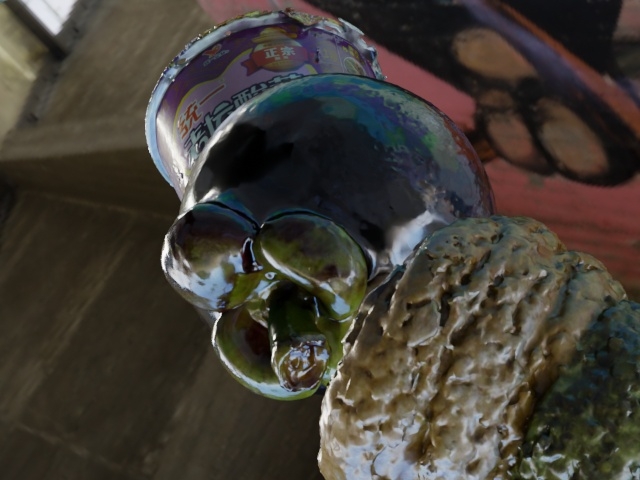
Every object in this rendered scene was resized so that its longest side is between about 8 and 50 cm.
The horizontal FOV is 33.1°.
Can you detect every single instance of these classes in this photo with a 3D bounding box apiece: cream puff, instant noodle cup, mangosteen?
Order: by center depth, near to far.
[{"bbox_3d":[0.111,0.090,0.522,0.169,0.183,0.183,29,-105,34],"label":"cream puff"},{"bbox_3d":[-0.005,-0.001,0.949,0.313,0.297,0.297,-10,-163,-35],"label":"mangosteen"},{"bbox_3d":[-0.038,-0.084,1.359,0.339,0.340,0.266,-32,-136,11],"label":"instant noodle cup"}]

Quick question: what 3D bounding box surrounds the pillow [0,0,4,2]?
[{"bbox_3d":[-0.389,-0.306,0.992,0.184,0.302,0.075,-18,-124,13],"label":"pillow"}]
